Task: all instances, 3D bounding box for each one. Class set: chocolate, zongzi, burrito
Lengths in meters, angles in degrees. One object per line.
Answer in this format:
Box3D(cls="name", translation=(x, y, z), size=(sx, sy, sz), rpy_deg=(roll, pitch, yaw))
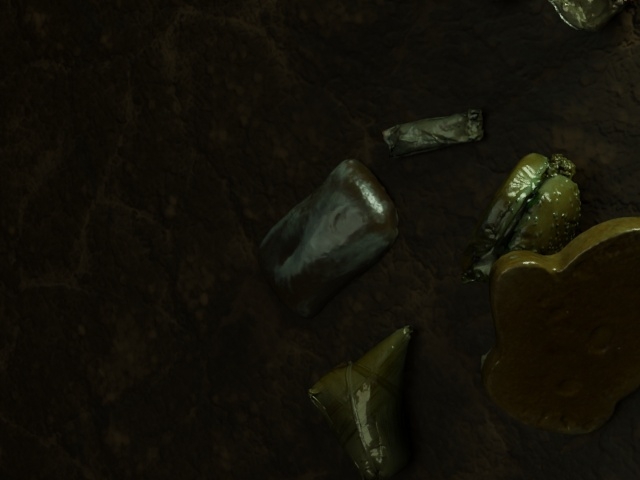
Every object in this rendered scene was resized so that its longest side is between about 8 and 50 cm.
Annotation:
Box3D(cls="chocolate", translation=(-0.002, -0.001, 1.984), size=(0.254, 0.080, 0.157), rpy_deg=(-43, 70, 25))
Box3D(cls="zongzi", translation=(0.101, 0.249, 1.922), size=(0.197, 0.099, 0.194), rpy_deg=(-36, 73, 19))
Box3D(cls="burrito", translation=(0.167, -0.160, 1.903), size=(0.171, 0.042, 0.051), rpy_deg=(-10, 89, 28))

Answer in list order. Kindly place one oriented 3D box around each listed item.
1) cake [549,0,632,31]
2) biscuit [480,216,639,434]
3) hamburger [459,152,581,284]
Box3D(cls="cake", translation=(0.324, -0.367, 1.713), size=(0.220, 0.116, 0.086), rpy_deg=(34, 120, -5))
Box3D(cls="biscuit", translation=(0.341, 0.104, 1.696), size=(0.287, 0.057, 0.343), rpy_deg=(25, 114, -18))
Box3D(cls="hamburger", translation=(0.286, -0.019, 1.751), size=(0.122, 0.189, 0.215), rpy_deg=(31, 105, 17))
